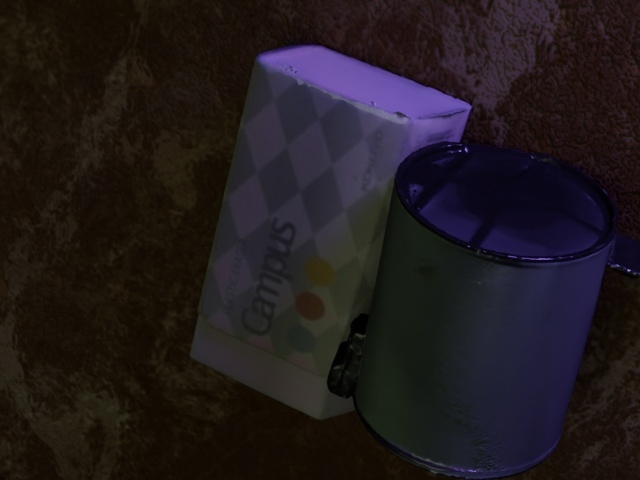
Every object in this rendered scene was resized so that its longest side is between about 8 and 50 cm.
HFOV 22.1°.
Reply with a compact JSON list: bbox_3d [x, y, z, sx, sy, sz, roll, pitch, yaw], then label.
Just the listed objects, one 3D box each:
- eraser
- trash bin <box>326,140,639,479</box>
[{"bbox_3d":[0.000,-0.001,1.732,0.213,0.082,0.396,23,124,13],"label":"eraser"},{"bbox_3d":[0.159,0.068,1.611,0.277,0.217,0.262,13,122,7],"label":"trash bin"}]
